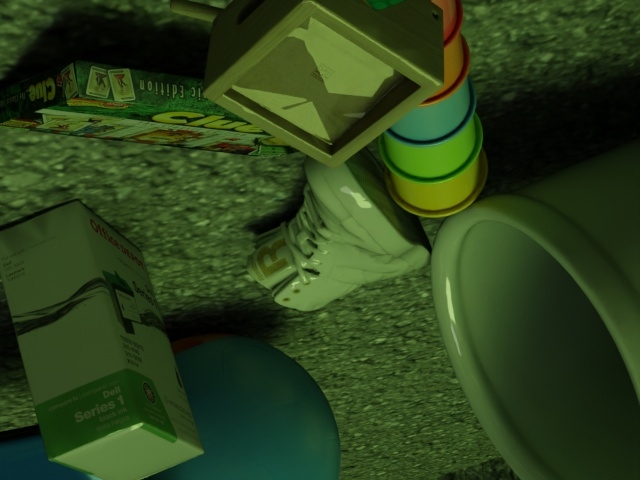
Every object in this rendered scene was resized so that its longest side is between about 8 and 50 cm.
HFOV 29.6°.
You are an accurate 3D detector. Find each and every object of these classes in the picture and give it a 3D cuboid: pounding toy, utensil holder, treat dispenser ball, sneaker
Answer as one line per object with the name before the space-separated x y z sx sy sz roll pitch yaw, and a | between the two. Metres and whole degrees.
pounding toy | -0.014 -0.130 0.793 0.130 0.100 0.141 28 137 -28
utensil holder | 0.353 0.046 1.159 0.386 0.327 0.327 -24 161 -20
treat dispenser ball | -0.121 0.251 1.413 0.288 0.288 0.288 -14 157 -6
sneaker | 0.000 0.000 1.153 0.169 0.108 0.292 -24 158 10

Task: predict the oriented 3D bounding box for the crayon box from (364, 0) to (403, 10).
crayon box | -0.013 -0.233 0.380 0.081 0.278 0.165 -22 158 18

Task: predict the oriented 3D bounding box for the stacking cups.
stacking cups | 0.074 -0.119 0.952 0.096 0.096 0.316 -19 156 4

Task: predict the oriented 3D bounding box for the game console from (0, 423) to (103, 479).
game console | -0.274 0.250 1.265 0.250 0.173 0.293 -14 128 19

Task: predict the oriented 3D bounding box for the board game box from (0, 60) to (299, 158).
board game box | -0.099 -0.094 0.909 0.260 0.030 0.136 3 171 -39

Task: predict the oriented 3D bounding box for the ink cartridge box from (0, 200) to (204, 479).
ink cartridge box | -0.199 0.094 1.090 0.093 0.219 0.160 -23 158 6
